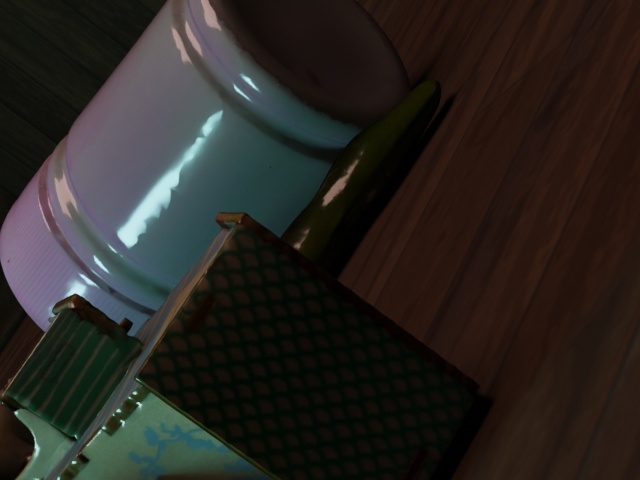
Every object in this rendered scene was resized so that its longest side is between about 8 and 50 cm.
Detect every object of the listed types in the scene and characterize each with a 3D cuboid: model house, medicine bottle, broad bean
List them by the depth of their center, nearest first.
[{"bbox_3d":[-0.048,0.085,0.833,0.206,0.178,0.271,-45,9,32],"label":"model house"},{"bbox_3d":[-0.001,0.000,1.279,0.297,0.043,0.060,-57,21,-18],"label":"broad bean"},{"bbox_3d":[-0.096,-0.062,1.473,0.316,0.202,0.202,-47,12,31],"label":"medicine bottle"}]

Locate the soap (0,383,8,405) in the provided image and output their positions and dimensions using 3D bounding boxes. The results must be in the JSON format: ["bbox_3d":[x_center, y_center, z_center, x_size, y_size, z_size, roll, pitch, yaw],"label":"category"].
[{"bbox_3d":[-0.214,0.253,1.053,0.296,0.107,0.285,-51,20,0],"label":"soap"}]
